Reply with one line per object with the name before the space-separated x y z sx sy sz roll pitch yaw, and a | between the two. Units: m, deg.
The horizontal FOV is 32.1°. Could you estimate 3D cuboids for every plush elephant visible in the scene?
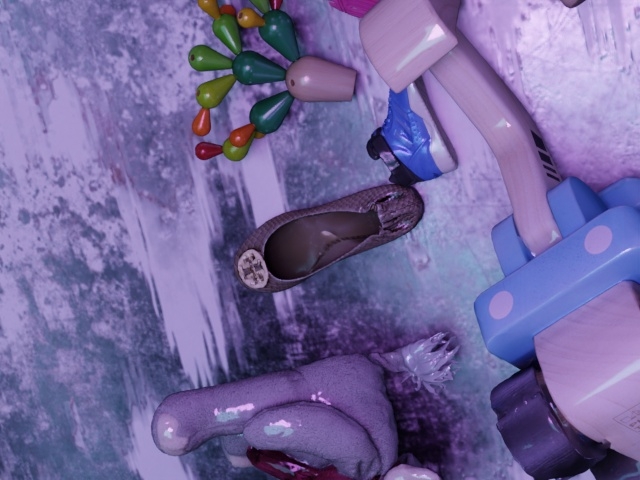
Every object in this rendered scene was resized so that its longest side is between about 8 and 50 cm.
plush elephant | 0.024 0.266 1.198 0.330 0.272 0.255 -17 73 3

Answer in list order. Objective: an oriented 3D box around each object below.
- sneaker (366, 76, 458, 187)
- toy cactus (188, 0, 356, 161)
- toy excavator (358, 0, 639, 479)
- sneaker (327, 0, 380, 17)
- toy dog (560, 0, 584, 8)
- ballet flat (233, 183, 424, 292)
sneaker | 0.077 -0.128 1.172 0.085 0.058 0.152 -23 103 19
toy cactus | -0.053 -0.180 1.204 0.181 0.112 0.219 10 108 0
toy excavator | 0.230 -0.009 1.065 0.222 0.445 0.433 -39 133 27
sneaker | 0.064 -0.334 1.094 0.103 0.111 0.252 26 136 7
toy dog | 0.283 -0.349 0.991 0.334 0.161 0.220 -21 94 12
ballet flat | 0.000 0.000 1.244 0.250 0.058 0.084 -20 97 27
